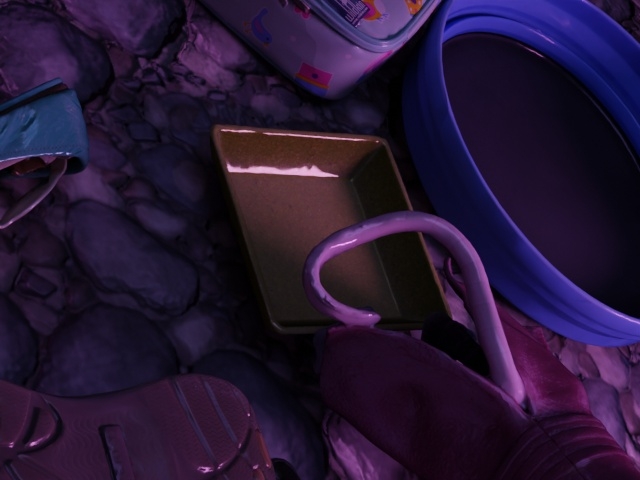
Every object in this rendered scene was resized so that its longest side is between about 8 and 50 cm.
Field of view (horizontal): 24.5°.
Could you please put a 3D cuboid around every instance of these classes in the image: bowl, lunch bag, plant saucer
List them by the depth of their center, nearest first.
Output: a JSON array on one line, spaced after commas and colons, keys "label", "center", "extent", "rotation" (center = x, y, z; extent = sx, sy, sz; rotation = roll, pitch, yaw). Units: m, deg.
[{"label": "plant saucer", "center": [0.000, 0.000, 1.202], "extent": [0.188, 0.045, 0.188], "rotation": [1, 59, -38]}, {"label": "lunch bag", "center": [0.007, -0.272, 1.357], "extent": [0.224, 0.108, 0.279], "rotation": [44, 43, -5]}, {"label": "bowl", "center": [0.239, -0.078, 1.415], "extent": [0.391, 0.077, 0.391], "rotation": [23, 49, -29]}]

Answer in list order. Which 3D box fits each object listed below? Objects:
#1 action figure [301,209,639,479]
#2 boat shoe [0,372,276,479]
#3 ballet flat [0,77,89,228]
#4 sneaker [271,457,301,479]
[{"label": "action figure", "center": [0.174, 0.157, 1.044], "extent": [0.248, 0.276, 0.370], "rotation": [-26, 46, -19]}, {"label": "boat shoe", "center": [-0.188, 0.158, 0.877], "extent": [0.355, 0.130, 0.132], "rotation": [7, 59, -43]}, {"label": "ballet flat", "center": [-0.251, -0.042, 1.008], "extent": [0.247, 0.083, 0.087], "rotation": [-27, 93, -44]}, {"label": "sneaker", "center": [-0.011, 0.204, 1.037], "extent": [0.047, 0.057, 0.119], "rotation": [1, 59, -36]}]
